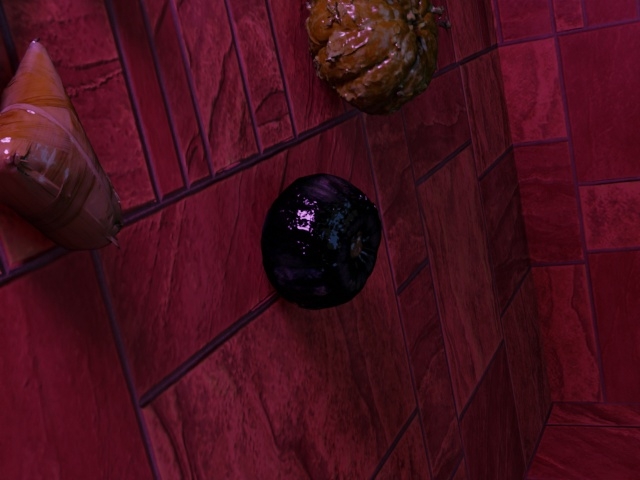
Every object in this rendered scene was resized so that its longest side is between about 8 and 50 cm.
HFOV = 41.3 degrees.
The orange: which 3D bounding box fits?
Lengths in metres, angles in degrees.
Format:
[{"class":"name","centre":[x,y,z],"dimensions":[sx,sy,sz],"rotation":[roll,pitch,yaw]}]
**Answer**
[{"class":"orange","centre":[0.095,-0.376,1.606],"dimensions":[0.300,0.223,0.301],"rotation":[36,52,-37]}]

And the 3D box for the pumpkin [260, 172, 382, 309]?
[{"class":"pumpkin","centre":[0.000,0.000,1.415],"dimensions":[0.233,0.163,0.233],"rotation":[-19,112,-57]}]

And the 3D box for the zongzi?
[{"class":"zongzi","centre":[-0.289,-0.103,0.949],"dimensions":[0.194,0.099,0.197],"rotation":[54,33,-46]}]
